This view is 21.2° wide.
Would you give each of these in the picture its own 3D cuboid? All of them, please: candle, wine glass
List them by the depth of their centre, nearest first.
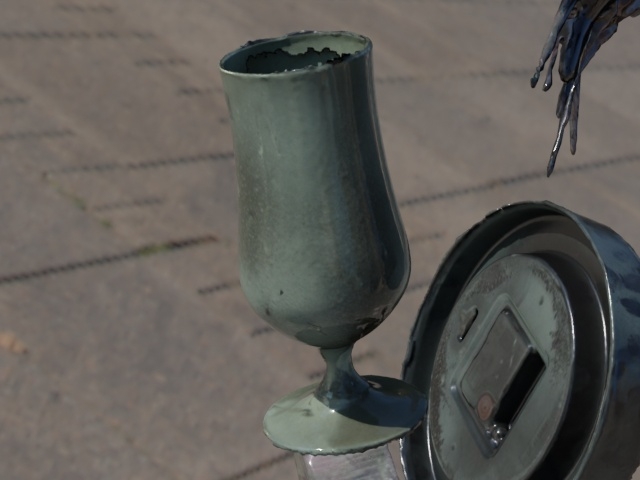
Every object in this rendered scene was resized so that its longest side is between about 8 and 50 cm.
[{"bbox_3d":[0.000,0.000,0.986,0.103,0.231,0.103,-7,21,3],"label":"wine glass"},{"bbox_3d":[0.030,0.214,1.177,0.068,0.192,0.168,-15,51,-7],"label":"candle"}]

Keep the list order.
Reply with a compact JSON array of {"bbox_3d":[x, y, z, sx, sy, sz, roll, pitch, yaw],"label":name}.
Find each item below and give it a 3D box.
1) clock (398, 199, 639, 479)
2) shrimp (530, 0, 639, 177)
[{"bbox_3d":[0.172,0.121,1.460,0.061,0.313,0.312,14,24,-27],"label":"clock"},{"bbox_3d":[0.117,-0.172,0.759,0.145,0.116,0.343,18,55,-1],"label":"shrimp"}]
